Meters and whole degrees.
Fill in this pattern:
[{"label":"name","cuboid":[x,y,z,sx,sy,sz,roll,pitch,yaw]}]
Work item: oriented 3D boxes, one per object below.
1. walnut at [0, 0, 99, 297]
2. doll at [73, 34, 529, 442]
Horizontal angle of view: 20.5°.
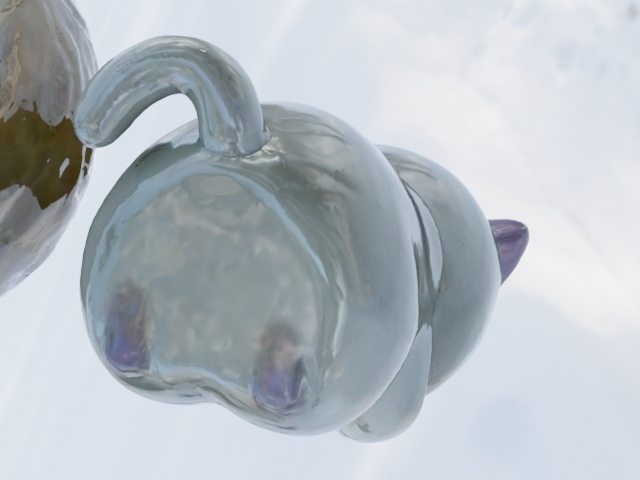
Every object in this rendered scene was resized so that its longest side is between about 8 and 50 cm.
[{"label":"walnut","cuboid":[-0.311,-0.083,1.213,0.333,0.333,0.333,-158,90,-77]},{"label":"doll","cuboid":[-0.007,0.024,1.164,0.370,0.215,0.226,27,-116,-64]}]
